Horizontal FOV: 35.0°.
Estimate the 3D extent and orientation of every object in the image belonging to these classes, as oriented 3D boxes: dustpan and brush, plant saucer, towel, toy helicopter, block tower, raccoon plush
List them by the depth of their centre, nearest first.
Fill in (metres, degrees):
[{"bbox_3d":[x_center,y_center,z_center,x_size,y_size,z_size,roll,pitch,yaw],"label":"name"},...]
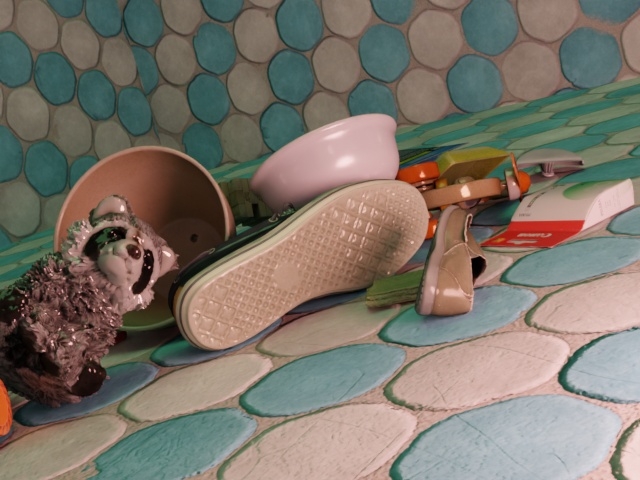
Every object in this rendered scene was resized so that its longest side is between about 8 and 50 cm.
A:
[{"bbox_3d":[0.142,0.073,1.601,0.148,0.027,0.110,-15,11,9],"label":"towel"},{"bbox_3d":[-0.442,0.084,1.614,0.446,0.216,0.299,-5,38,36],"label":"raccoon plush"},{"bbox_3d":[0.322,-0.101,1.965,0.235,0.140,0.355,-16,-4,35],"label":"toy helicopter"},{"bbox_3d":[0.273,-0.137,2.118,0.188,0.045,0.188,-12,-22,-41],"label":"plant saucer"},{"bbox_3d":[-0.076,-0.084,2.260,0.335,0.097,0.091,-4,-12,-35],"label":"block tower"},{"bbox_3d":[0.505,-0.175,2.273,0.147,0.060,0.211,-3,19,8],"label":"dustpan and brush"}]

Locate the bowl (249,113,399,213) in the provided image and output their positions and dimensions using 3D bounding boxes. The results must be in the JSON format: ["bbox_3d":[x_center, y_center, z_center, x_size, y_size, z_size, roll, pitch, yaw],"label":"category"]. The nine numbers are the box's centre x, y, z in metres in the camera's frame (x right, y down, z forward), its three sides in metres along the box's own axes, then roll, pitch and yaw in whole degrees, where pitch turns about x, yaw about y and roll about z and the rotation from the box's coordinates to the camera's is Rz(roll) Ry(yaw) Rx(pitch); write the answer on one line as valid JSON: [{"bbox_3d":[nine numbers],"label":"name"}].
[{"bbox_3d":[0.029,-0.100,1.861,0.297,0.134,0.298,-22,-15,-6],"label":"bowl"}]

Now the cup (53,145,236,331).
[{"bbox_3d":[-0.285,0.017,1.870,0.331,0.331,0.237,-14,-15,12],"label":"cup"}]

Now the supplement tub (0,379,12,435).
[{"bbox_3d":[-0.545,0.255,1.435,0.190,0.117,0.117,-15,11,3],"label":"supplement tub"}]

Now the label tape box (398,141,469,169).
[{"bbox_3d":[0.172,-0.142,2.420,0.240,0.106,0.333,-24,14,-33],"label":"label tape box"}]

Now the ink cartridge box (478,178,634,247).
[{"bbox_3d":[0.405,-0.048,1.767,0.224,0.056,0.181,-21,12,-32],"label":"ink cartridge box"}]

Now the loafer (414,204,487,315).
[{"bbox_3d":[0.200,0.037,1.504,0.087,0.094,0.251,16,37,6],"label":"loafer"}]

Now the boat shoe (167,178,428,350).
[{"bbox_3d":[-0.036,0.025,1.699,0.500,0.187,0.156,-27,20,-24],"label":"boat shoe"}]

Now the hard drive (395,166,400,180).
[{"bbox_3d":[0.089,-0.130,2.124,0.172,0.054,0.255,-10,-25,13],"label":"hard drive"}]

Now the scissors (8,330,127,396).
[{"bbox_3d":[-0.462,0.215,1.784,0.109,0.021,0.297,-4,17,38],"label":"scissors"}]

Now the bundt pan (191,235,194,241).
[{"bbox_3d":[-0.340,-0.002,2.315,0.330,0.124,0.331,-20,2,1],"label":"bundt pan"}]
